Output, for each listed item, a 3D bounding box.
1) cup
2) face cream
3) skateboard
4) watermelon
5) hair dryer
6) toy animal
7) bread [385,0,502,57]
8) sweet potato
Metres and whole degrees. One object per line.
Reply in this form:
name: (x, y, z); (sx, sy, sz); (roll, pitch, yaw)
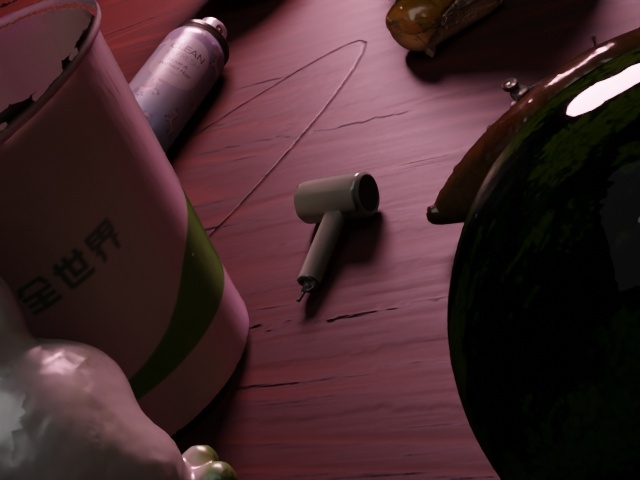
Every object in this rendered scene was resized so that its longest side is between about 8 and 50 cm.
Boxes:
cup: (-0.192, 0.004, 0.748); (0.253, 0.274, 0.253); (-23, 32, 16)
face cream: (-0.162, -0.162, 1.134); (0.075, 0.075, 0.229); (-7, 40, 33)
skateboard: (0.195, -0.124, 0.841); (0.083, 0.032, 0.064); (-33, 43, 0)
watermelon: (0.181, 0.034, 0.438); (0.269, 0.269, 0.269); (-21, 34, 15)
hair dryer: (0.000, 0.000, 0.829); (0.063, 0.038, 0.124); (-7, 47, 35)
toy animal: (-0.181, 0.167, 0.567); (0.183, 0.247, 0.310); (-36, 42, 50)
bread: (0.113, -0.226, 1.019); (0.106, 0.053, 0.072); (-31, 36, -10)
sweet potato: (0.224, -0.119, 0.763); (0.346, 0.079, 0.108); (-36, 20, -13)
